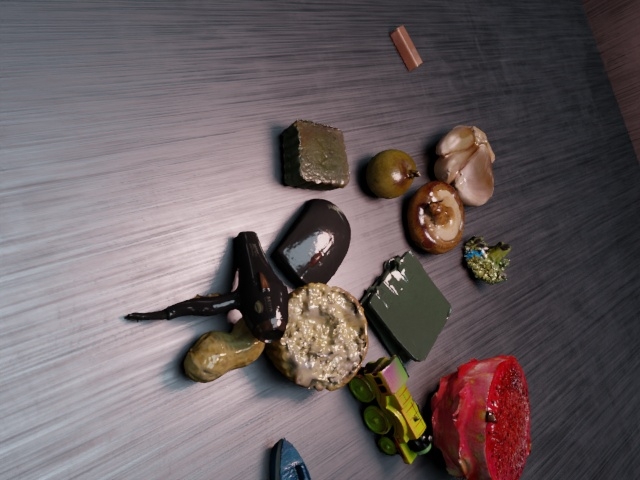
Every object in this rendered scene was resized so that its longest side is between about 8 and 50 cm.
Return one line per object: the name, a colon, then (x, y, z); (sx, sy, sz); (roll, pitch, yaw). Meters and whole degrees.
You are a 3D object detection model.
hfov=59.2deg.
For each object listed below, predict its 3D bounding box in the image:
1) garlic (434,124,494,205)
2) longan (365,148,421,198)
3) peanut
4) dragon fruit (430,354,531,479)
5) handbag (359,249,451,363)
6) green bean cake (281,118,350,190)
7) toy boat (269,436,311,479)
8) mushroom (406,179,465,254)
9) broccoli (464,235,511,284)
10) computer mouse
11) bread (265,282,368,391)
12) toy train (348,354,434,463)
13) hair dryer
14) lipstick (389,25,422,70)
garlic: (0.489, -0.244, 1.916); (0.325, 0.132, 0.279); (-43, 104, -39)
longan: (0.217, -0.197, 1.673); (0.145, 0.176, 0.155); (27, 77, -46)
peanut: (-0.206, 0.244, 1.273); (0.229, 0.098, 0.103); (-20, 111, -42)
dragon fruit: (0.447, 0.513, 1.608); (0.371, 0.249, 0.386); (34, 62, -44)
handbag: (0.249, 0.195, 1.645); (0.260, 0.079, 0.247); (53, 52, -13)
green bean cake: (-0.019, -0.226, 1.547); (0.173, 0.094, 0.181); (3, 75, -37)
toy boat: (-0.062, 0.604, 1.303); (0.096, 0.061, 0.299); (-11, 85, -38)
mushroom: (0.358, -0.069, 1.777); (0.194, 0.138, 0.231); (17, 78, -47)
broccoli: (0.563, 0.056, 1.872); (0.154, 0.160, 0.167); (20, 46, -13)
computer mouse: (0.000, 0.000, 1.496); (0.170, 0.100, 0.269); (44, 55, -17)
bread: (-0.011, 0.236, 1.391); (0.274, 0.149, 0.274); (6, 79, -33)
toy train: (0.191, 0.445, 1.481); (0.100, 0.160, 0.296); (-33, 98, -45)
hair dryer: (-0.256, 0.110, 1.261); (0.359, 0.120, 0.304); (-8, 53, -19)
lipstick: (0.296, -0.662, 1.940); (0.045, 0.045, 0.145); (-37, 100, -39)
